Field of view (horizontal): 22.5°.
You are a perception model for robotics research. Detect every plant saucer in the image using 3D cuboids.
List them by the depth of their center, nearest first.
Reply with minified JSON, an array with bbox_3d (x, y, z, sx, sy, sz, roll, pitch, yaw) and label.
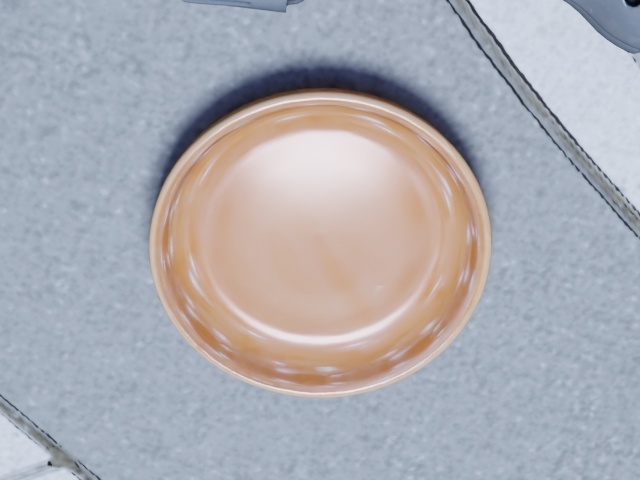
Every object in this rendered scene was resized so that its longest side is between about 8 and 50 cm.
[{"bbox_3d":[0.000,0.000,0.946,0.200,0.037,0.200,-1,117,-2],"label":"plant saucer"}]

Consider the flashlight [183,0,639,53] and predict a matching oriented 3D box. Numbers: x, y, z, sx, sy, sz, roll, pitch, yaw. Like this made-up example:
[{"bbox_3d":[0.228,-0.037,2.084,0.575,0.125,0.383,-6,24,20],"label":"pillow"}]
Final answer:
[{"bbox_3d":[0.079,-0.148,0.838,0.304,0.103,0.103,3,120,-4],"label":"flashlight"}]
